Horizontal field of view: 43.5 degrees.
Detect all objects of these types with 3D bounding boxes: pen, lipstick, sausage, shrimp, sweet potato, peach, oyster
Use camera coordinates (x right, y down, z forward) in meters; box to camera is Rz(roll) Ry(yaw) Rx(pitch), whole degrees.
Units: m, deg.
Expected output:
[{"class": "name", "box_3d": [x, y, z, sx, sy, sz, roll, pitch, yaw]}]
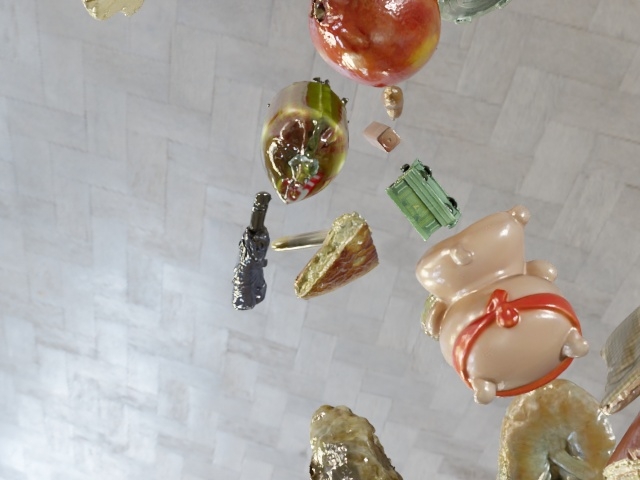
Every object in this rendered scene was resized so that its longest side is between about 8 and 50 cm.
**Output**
[{"class": "pen", "box_3d": [0.000, 0.000, 1.420, 0.233, 0.032, 0.040, -8, 133, 43]}, {"class": "lipstick", "box_3d": [0.134, -0.230, 1.770, 0.045, 0.145, 0.045, -45, 107, 3]}, {"class": "sausage", "box_3d": [-0.016, -0.129, 1.027, 0.125, 0.317, 0.117, -43, 105, 13]}, {"class": "shrimp", "box_3d": [0.281, 0.153, 1.688, 0.145, 0.061, 0.267, 15, 144, 17]}, {"class": "sweet potato", "box_3d": [0.171, -0.320, 1.876, 0.056, 0.056, 0.195, 6, 166, 11]}, {"class": "shrimp", "box_3d": [0.337, 0.359, 1.166, 0.168, 0.077, 0.317, 5, 91, 34]}, {"class": "peach", "box_3d": [0.094, -0.420, 1.508, 0.238, 0.281, 0.281, -22, 121, 39]}, {"class": "oyster", "box_3d": [0.054, 0.411, 1.203, 0.166, 0.341, 0.110, -11, 156, 24]}]

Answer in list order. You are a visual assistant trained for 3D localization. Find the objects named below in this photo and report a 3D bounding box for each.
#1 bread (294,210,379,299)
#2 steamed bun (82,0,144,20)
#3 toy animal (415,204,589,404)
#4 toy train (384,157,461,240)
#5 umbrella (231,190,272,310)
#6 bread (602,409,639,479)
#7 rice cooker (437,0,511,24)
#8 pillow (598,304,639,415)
[{"class": "bread", "box_3d": [0.042, 0.023, 1.176, 0.136, 0.054, 0.154, 9, 126, -52]}, {"class": "steamed bun", "box_3d": [-0.462, -0.652, 1.894, 0.137, 0.295, 0.292, 51, 163, 5]}, {"class": "toy animal", "box_3d": [0.204, 0.077, 0.915, 0.171, 0.171, 0.197, -33, 70, 35]}, {"class": "toy train", "box_3d": [0.119, -0.047, 0.934, 0.056, 0.038, 0.093, -38, 93, 24]}, {"class": "umbrella", "box_3d": [-0.117, 0.019, 1.447, 0.071, 0.071, 0.248, 15, 115, 3]}, {"class": "bread", "box_3d": [0.415, 0.239, 0.978, 0.067, 0.119, 0.192, 29, 99, 8]}, {"class": "rice cooker", "box_3d": [0.315, -0.630, 1.769, 0.241, 0.227, 0.280, -17, 158, -3]}, {"class": "pillow", "box_3d": [0.421, 0.146, 1.070, 0.034, 0.211, 0.135, 39, 117, 3]}]
